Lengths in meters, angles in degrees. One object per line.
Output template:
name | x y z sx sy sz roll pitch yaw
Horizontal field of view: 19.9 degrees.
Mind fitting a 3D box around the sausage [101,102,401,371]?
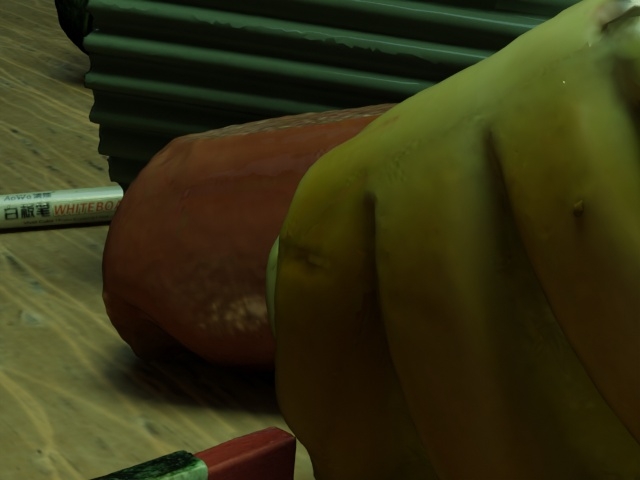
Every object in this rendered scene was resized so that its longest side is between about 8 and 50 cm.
sausage | 0.000 0.000 0.951 0.254 0.148 0.148 -3 15 18

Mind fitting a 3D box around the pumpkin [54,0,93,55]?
pumpkin | -0.159 -0.236 1.820 0.211 0.152 0.211 15 17 -5

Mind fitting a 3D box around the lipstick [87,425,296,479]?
lipstick | -0.126 0.130 0.714 0.312 0.051 0.051 -14 17 -39

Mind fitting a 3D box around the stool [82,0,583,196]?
stool | 0.073 -0.113 1.119 0.330 0.297 0.297 13 22 33

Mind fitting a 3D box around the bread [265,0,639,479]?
bread | 0.124 0.027 0.743 0.270 0.211 0.315 -31 -12 31

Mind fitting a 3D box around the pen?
pen | -0.190 -0.023 1.296 0.239 0.028 0.028 -4 16 -7
